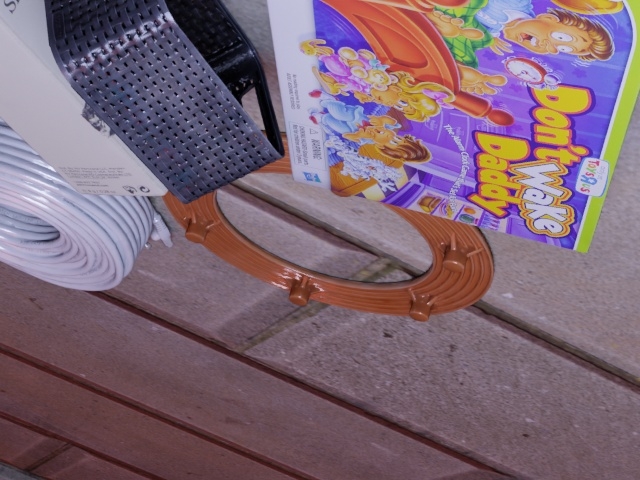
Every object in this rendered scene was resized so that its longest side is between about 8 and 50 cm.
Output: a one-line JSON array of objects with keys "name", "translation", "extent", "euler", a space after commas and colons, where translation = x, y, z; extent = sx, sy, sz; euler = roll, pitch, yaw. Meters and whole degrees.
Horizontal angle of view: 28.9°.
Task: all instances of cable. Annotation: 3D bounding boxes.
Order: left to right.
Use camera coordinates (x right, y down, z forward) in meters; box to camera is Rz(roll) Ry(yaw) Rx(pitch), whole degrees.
[{"name": "cable", "translation": [-0.294, -0.043, 1.236], "extent": [0.257, 0.089, 0.257], "euler": [12, 155, 14]}]

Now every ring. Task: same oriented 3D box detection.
[{"name": "ring", "translation": [0.000, 0.000, 1.190], "extent": [0.336, 0.032, 0.337], "euler": [15, 155, 8]}]

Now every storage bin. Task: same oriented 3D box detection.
[{"name": "storage bin", "translation": [-0.107, -0.125, 0.863], "extent": [0.084, 0.122, 0.180], "euler": [-25, 141, 13]}]

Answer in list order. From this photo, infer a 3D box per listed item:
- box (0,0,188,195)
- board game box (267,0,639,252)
[{"name": "box", "translation": [-0.200, -0.149, 0.926], "extent": [0.094, 0.113, 0.275], "euler": [3, 153, 29]}, {"name": "board game box", "translation": [0.090, -0.128, 0.801], "extent": [0.233, 0.078, 0.347], "euler": [14, 155, 10]}]
